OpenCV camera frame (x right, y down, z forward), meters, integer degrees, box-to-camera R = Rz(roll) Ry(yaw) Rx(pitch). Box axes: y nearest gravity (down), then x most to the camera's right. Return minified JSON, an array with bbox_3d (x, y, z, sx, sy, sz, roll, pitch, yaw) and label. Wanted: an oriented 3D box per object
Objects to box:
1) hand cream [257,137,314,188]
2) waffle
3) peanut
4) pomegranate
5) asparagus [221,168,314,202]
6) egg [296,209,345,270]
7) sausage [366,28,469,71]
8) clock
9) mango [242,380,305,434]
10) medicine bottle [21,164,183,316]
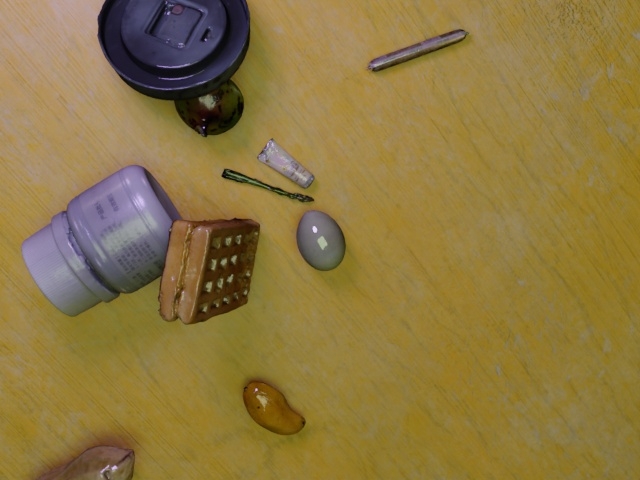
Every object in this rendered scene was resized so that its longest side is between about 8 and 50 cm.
[{"bbox_3d":[-0.077,-0.179,1.703,0.143,0.039,0.061,36,95,-9],"label":"hand cream"},{"bbox_3d":[-0.233,0.057,1.572,0.098,0.327,0.224,15,96,16],"label":"waffle"},{"bbox_3d":[-0.583,0.597,1.700,0.340,0.158,0.174,-34,142,-6],"label":"peanut"},{"bbox_3d":[-0.239,-0.338,1.589,0.156,0.156,0.220,18,93,-12],"label":"pomegranate"},{"bbox_3d":[-0.124,-0.128,1.711,0.232,0.023,0.022,17,142,-12],"label":"asparagus"},{"bbox_3d":[0.000,0.000,1.706,0.114,0.114,0.152,-25,98,-4],"label":"egg"},{"bbox_3d":[0.233,-0.454,1.702,0.269,0.033,0.033,-21,103,-5],"label":"sausage"},{"bbox_3d":[-0.309,-0.452,1.523,0.324,0.067,0.325,0,73,0],"label":"clock"},{"bbox_3d":[-0.123,0.425,1.788,0.098,0.075,0.190,-42,111,6],"label":"mango"},{"bbox_3d":[-0.463,0.004,1.563,0.306,0.245,0.245,-31,104,-2],"label":"medicine bottle"}]
